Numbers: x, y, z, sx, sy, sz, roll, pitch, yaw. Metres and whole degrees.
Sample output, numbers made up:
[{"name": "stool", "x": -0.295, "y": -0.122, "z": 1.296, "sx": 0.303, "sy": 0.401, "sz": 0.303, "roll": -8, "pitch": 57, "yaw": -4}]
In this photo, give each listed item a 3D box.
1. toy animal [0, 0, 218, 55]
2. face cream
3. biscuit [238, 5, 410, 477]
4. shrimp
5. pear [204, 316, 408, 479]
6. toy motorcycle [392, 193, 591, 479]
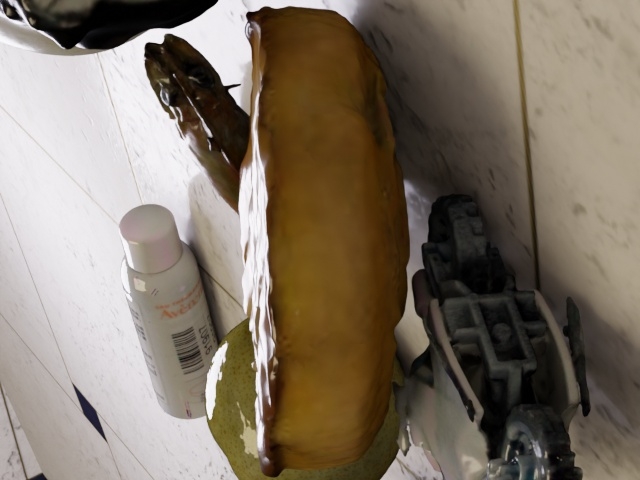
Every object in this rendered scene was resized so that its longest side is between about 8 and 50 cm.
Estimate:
[{"name": "toy animal", "x": -0.157, "y": -0.228, "z": 1.051, "sx": 0.267, "sy": 0.213, "sz": 0.212, "roll": 19, "pitch": 136, "yaw": 65}, {"name": "face cream", "x": -0.154, "y": 0.073, "z": 1.622, "sx": 0.082, "sy": 0.082, "sz": 0.269, "roll": 43, "pitch": 155, "yaw": 38}, {"name": "biscuit", "x": 0.000, "y": 0.000, "z": 0.998, "sx": 0.296, "sy": 0.102, "sz": 0.296, "roll": 179, "pitch": 90, "yaw": -87}, {"name": "shrimp", "x": -0.077, "y": -0.082, "z": 1.198, "sx": 0.169, "sy": 0.058, "sz": 0.296, "roll": 54, "pitch": 176, "yaw": 41}, {"name": "pear", "x": -0.012, "y": 0.129, "z": 1.243, "sx": 0.167, "sy": 0.167, "sz": 0.136, "roll": 57, "pitch": 167, "yaw": 6}, {"name": "toy motorcycle", "x": 0.097, "y": 0.112, "z": 0.987, "sx": 0.204, "sy": 0.108, "sz": 0.239, "roll": 94, "pitch": -179, "yaw": -46}]
